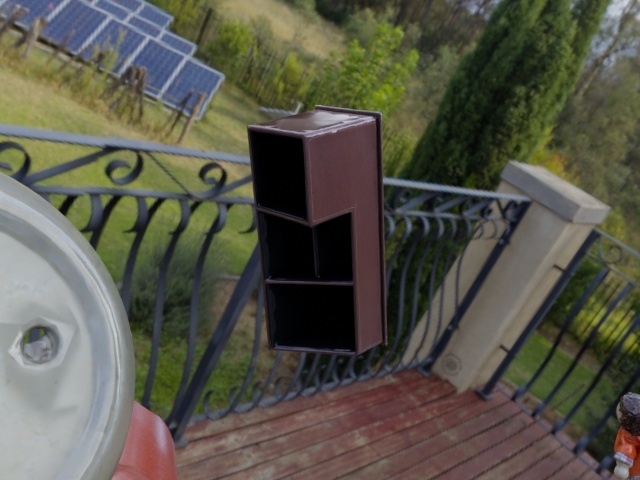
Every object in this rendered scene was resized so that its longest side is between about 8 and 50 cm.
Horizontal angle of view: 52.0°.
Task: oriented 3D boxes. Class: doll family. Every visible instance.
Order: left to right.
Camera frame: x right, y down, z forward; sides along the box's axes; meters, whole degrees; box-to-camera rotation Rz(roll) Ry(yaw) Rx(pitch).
[{"bbox_3d":[0.394,0.159,0.668,0.118,0.163,0.263,16,43,39],"label":"doll family"}]

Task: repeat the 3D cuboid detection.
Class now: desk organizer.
[{"bbox_3d":[0.000,0.000,0.342,0.050,0.130,0.047,-22,28,-39],"label":"desk organizer"}]

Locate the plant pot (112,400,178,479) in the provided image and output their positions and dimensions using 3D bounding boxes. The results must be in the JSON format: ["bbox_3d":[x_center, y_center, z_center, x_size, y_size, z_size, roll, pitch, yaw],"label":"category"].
[{"bbox_3d":[-0.288,0.346,0.825,0.273,0.272,0.265,22,10,-15],"label":"plant pot"}]

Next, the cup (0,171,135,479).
[{"bbox_3d":[-0.235,0.079,0.348,0.331,0.237,0.330,14,69,-38],"label":"cup"}]
